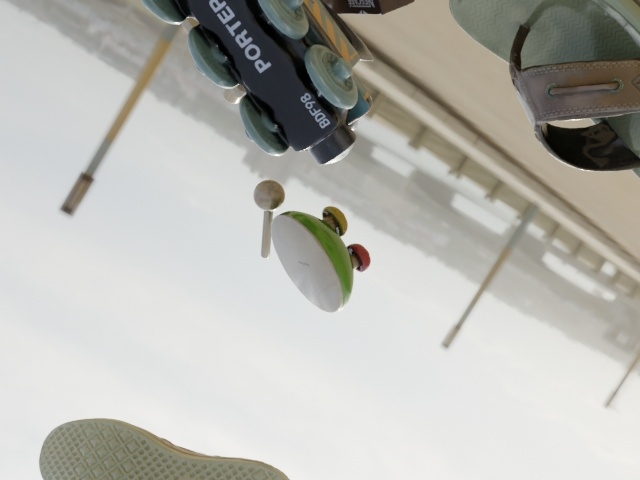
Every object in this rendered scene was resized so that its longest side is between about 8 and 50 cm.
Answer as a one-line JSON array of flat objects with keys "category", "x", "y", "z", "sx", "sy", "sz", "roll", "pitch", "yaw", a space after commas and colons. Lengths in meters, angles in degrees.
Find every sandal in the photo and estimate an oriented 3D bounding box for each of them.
[{"category": "sandal", "x": 0.197, "y": -0.086, "z": 0.671, "sx": 0.303, "sy": 0.086, "sz": 0.120, "roll": 47, "pitch": 158, "yaw": 17}]

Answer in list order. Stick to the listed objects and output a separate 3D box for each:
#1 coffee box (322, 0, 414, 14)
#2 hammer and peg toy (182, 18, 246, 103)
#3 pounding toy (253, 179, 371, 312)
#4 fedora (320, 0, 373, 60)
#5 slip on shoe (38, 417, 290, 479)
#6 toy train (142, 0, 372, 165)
[{"category": "coffee box", "x": 0.050, "y": -0.439, "z": 1.586, "sx": 0.246, "sy": 0.098, "sz": 0.141, "roll": 22, "pitch": 134, "yaw": 55}, {"category": "hammer and peg toy", "x": -0.144, "y": -0.433, "z": 1.776, "sx": 0.266, "sy": 0.127, "sz": 0.361, "roll": -28, "pitch": -103, "yaw": -36}, {"category": "pounding toy", "x": 0.000, "y": 0.000, "z": 1.640, "sx": 0.237, "sy": 0.110, "sz": 0.183, "roll": 40, "pitch": 150, "yaw": 36}, {"category": "fedora", "x": -0.062, "y": -0.302, "z": 1.485, "sx": 0.243, "sy": 0.124, "sz": 0.275, "roll": 7, "pitch": -143, "yaw": -50}, {"category": "slip on shoe", "x": -0.187, "y": 0.297, "z": 1.224, "sx": 0.331, "sy": 0.123, "sz": 0.101, "roll": 9, "pitch": 162, "yaw": 11}, {"category": "toy train", "x": -0.061, "y": -0.239, "z": 1.086, "sx": 0.334, "sy": 0.142, "sz": 0.190, "roll": 52, "pitch": -152, "yaw": -10}]
